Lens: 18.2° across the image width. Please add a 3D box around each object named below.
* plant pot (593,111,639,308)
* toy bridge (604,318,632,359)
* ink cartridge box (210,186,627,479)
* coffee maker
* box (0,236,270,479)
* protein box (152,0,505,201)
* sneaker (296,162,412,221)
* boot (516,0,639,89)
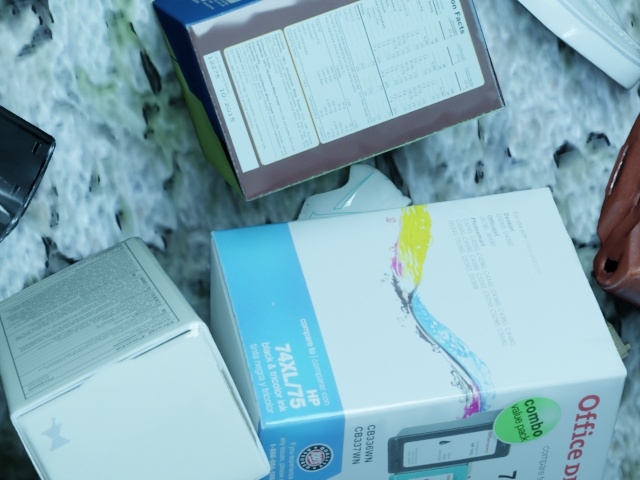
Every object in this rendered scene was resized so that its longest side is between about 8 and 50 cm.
[{"bbox_3d":[0.374,-0.009,1.576,0.265,0.272,0.272,20,97,-6],"label":"plant pot"},{"bbox_3d":[0.184,0.140,1.674,0.188,0.026,0.063,-34,108,-3],"label":"toy bridge"},{"bbox_3d":[0.065,0.107,1.519,0.270,0.197,0.198,-8,137,-10],"label":"ink cartridge box"},{"bbox_3d":[-0.292,-0.071,1.458,0.178,0.171,0.120,33,77,-18],"label":"coffee maker"},{"bbox_3d":[-0.149,0.104,1.449,0.148,0.311,0.121,-26,106,-6],"label":"box"},{"bbox_3d":[0.001,-0.141,1.488,0.201,0.200,0.136,-20,105,-7],"label":"protein box"},{"bbox_3d":[0.000,0.000,1.601,0.152,0.054,0.061,-41,82,3],"label":"sneaker"},{"bbox_3d":[0.188,-0.240,1.559,0.258,0.095,0.123,41,98,-15],"label":"boot"}]
